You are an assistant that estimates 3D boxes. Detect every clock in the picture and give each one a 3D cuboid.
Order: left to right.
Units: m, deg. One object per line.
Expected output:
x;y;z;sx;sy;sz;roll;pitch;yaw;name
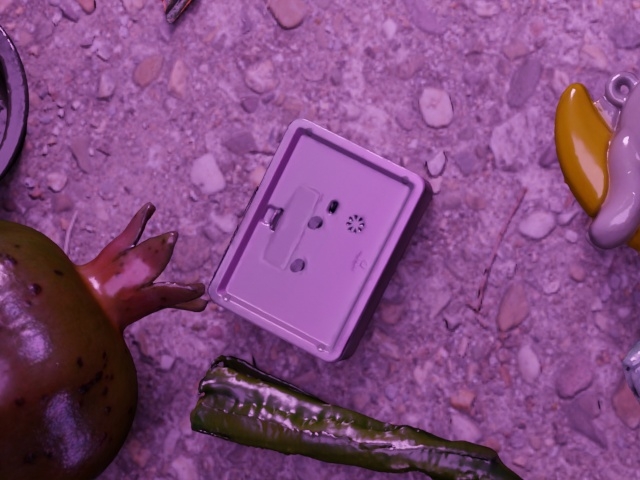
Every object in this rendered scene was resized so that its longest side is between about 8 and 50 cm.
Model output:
0.000;0.000;1.840;0.150;0.063;0.197;27;93;13;clock

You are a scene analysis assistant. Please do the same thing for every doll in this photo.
0.328;-0.091;1.742;0.237;0.111;0.252;36;92;11;doll

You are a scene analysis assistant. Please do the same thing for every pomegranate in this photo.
-0.286;0.090;1.819;0.291;0.291;0.323;35;69;12;pomegranate

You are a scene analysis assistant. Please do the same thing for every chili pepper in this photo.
0.049;0.201;1.821;0.359;0.076;0.085;20;67;13;chili pepper

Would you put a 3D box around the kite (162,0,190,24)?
-0.134;-0.339;1.913;0.183;0.014;0.241;-12;85;15;kite

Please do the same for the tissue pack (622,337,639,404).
0.425;0.086;1.654;0.311;0.228;0.128;-24;83;12;tissue pack

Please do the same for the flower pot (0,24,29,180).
-0.377;-0.121;1.890;0.235;0.148;0.235;-1;84;11;flower pot
